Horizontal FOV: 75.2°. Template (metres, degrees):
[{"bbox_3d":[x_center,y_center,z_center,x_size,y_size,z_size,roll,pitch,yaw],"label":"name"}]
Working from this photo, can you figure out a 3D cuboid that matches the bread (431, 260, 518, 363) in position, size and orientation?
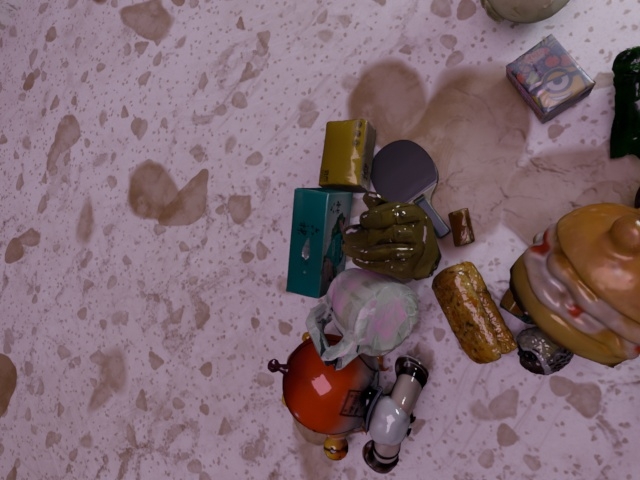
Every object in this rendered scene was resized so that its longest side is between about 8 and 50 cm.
[{"bbox_3d":[0.319,0.153,0.880,0.083,0.114,0.211,-20,73,-22],"label":"bread"}]

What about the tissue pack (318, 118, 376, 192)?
[{"bbox_3d":[0.066,-0.210,1.044,0.120,0.082,0.169,6,86,30],"label":"tissue pack"}]

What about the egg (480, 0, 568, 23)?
[{"bbox_3d":[0.443,-0.570,0.855,0.201,0.201,0.244,19,84,24],"label":"egg"}]

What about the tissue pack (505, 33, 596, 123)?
[{"bbox_3d":[0.486,-0.345,0.888,0.108,0.060,0.148,-33,73,16],"label":"tissue pack"}]

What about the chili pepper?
[{"bbox_3d":[0.610,-0.255,0.798,0.098,0.061,0.224,2,101,49],"label":"chili pepper"}]

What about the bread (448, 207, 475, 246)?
[{"bbox_3d":[0.319,-0.030,0.941,0.047,0.036,0.083,-14,77,23],"label":"bread"}]

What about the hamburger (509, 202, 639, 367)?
[{"bbox_3d":[0.499,0.053,0.698,0.276,0.276,0.237,47,136,21],"label":"hamburger"}]

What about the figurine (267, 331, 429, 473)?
[{"bbox_3d":[0.051,0.336,0.932,0.323,0.196,0.320,18,87,25],"label":"figurine"}]

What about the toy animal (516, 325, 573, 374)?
[{"bbox_3d":[0.460,0.225,0.827,0.137,0.098,0.098,13,90,2],"label":"toy animal"}]

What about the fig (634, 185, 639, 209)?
[{"bbox_3d":[0.637,-0.057,0.741,0.202,0.148,0.149,-38,90,7],"label":"fig"}]

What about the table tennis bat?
[{"bbox_3d":[0.224,-0.123,1.003,0.154,0.021,0.274,-36,70,18],"label":"table tennis bat"}]

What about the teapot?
[{"bbox_3d":[0.084,0.163,0.893,0.221,0.163,0.178,-58,35,1],"label":"teapot"}]

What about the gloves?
[{"bbox_3d":[0.167,0.002,0.845,0.141,0.331,0.154,12,84,32],"label":"gloves"}]

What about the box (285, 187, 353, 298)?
[{"bbox_3d":[0.000,0.000,0.991,0.092,0.153,0.245,11,102,25],"label":"box"}]

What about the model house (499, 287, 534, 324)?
[{"bbox_3d":[0.428,0.126,0.841,0.100,0.100,0.088,35,98,22],"label":"model house"}]
